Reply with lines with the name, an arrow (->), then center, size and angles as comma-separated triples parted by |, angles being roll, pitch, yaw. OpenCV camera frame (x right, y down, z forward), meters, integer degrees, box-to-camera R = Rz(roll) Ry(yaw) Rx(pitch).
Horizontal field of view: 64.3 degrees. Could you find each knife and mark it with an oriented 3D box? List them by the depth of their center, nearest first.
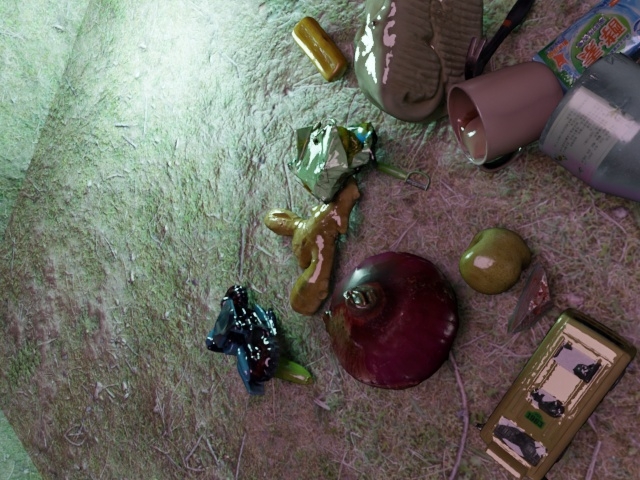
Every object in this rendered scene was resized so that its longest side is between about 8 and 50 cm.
knife -> 0.216, -0.199, 1.431 | 0.212, 0.015, 0.054 | 27, 100, 32

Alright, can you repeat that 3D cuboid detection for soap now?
soap -> 0.625, -0.435, 1.150 | 0.293, 0.077, 0.156 | -40, 66, 24

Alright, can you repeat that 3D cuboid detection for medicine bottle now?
medicine bottle -> 0.638, -0.201, 1.024 | 0.290, 0.245, 0.245 | 46, 110, 28

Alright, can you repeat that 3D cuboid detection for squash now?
squash -> -0.109, 0.397, 1.559 | 0.201, 0.066, 0.066 | 14, 93, 32

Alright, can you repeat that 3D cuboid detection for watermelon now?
watermelon -> 0.493, 0.146, 1.184 | 0.081, 0.094, 0.180 | 27, 115, 29

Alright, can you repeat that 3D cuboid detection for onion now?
onion -> 0.155, 0.178, 1.224 | 0.348, 0.385, 0.348 | -10, 66, 23

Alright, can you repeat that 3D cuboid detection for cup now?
cup -> 0.431, -0.275, 1.184 | 0.200, 0.253, 0.191 | -21, 43, -2

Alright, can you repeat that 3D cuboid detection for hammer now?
hammer -> 0.431, -0.494, 1.226 | 0.037, 0.137, 0.290 | 28, 75, 31

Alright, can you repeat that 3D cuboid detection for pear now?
pear -> 0.406, 0.050, 1.199 | 0.136, 0.167, 0.167 | 43, 111, 0

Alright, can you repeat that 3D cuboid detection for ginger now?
ginger -> -0.007, 0.010, 1.497 | 0.348, 0.122, 0.363 | -32, 59, 36

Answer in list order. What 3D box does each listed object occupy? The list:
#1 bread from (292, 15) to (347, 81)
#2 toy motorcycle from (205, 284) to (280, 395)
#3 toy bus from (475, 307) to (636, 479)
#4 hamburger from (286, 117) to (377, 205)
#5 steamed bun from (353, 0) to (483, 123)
bread -> 0.002, -0.584, 1.568 | 0.092, 0.074, 0.239 | -41, 66, 21
toy motorcycle -> -0.240, 0.318, 1.573 | 0.416, 0.172, 0.232 | 44, 113, 51
toy bus -> 0.495, 0.335, 1.094 | 0.177, 0.202, 0.365 | 35, 105, 29
hamburger -> 0.023, -0.254, 1.433 | 0.276, 0.150, 0.260 | -41, 38, 16
steamed bun -> 0.226, -0.486, 1.278 | 0.255, 0.342, 0.368 | 26, 113, 54
